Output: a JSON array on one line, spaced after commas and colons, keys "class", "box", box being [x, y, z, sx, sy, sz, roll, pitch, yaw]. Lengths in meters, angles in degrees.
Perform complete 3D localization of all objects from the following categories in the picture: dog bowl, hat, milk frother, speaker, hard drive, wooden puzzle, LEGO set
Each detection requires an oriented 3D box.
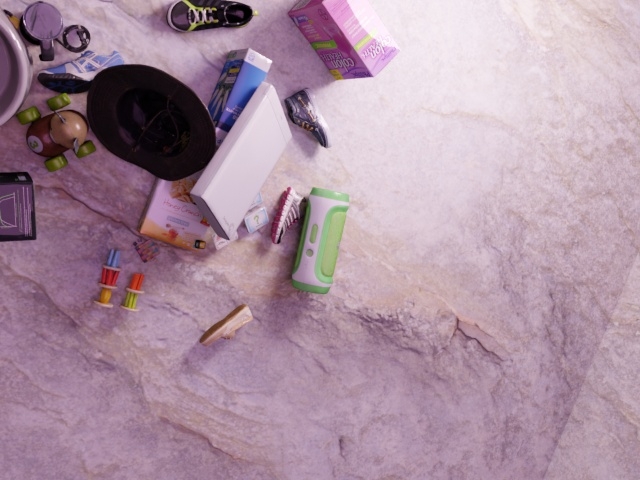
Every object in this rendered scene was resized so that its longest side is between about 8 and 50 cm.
[{"class": "dog bowl", "box": [-0.801, -0.377, 1.455, 0.349, 0.102, 0.349, -12, 118, -24]}, {"class": "hat", "box": [-0.395, -0.315, 1.666, 0.331, 0.331, 0.134, 50, 36, -25]}, {"class": "milk frother", "box": [-0.605, -0.487, 1.558, 0.143, 0.135, 0.129, -29, 112, -19]}, {"class": "speaker", "box": [0.000, 0.000, 1.968, 0.131, 0.131, 0.296, 9, 96, -28]}, {"class": "hard drive", "box": [-0.195, -0.200, 1.748, 0.353, 0.047, 0.233, -61, 158, -19]}, {"class": "wooden puzzle", "box": [-0.462, 0.027, 1.804, 0.049, 0.006, 0.083, -33, 113, -18]}, {"class": "LEGO set", "box": [-0.246, -0.073, 1.831, 0.244, 0.060, 0.182, -33, 122, -32]}]

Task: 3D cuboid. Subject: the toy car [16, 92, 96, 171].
[{"class": "toy car", "box": [-0.605, -0.249, 1.573, 0.149, 0.188, 0.155, -31, 112, -19]}]

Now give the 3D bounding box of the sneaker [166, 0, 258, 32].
[{"class": "sneaker", "box": [-0.274, -0.585, 1.729, 0.235, 0.097, 0.084, -13, 105, -24]}]

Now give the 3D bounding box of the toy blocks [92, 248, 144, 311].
[{"class": "toy blocks", "box": [-0.516, 0.104, 1.765, 0.123, 0.054, 0.148, 14, 93, -28]}]

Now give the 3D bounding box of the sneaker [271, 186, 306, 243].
[{"class": "sneaker", "box": [-0.088, -0.065, 1.945, 0.075, 0.063, 0.170, 20, 86, -23]}]

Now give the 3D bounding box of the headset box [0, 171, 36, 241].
[{"class": "headset box", "box": [-0.786, -0.076, 1.484, 0.283, 0.246, 0.131, -4, 102, -25]}]

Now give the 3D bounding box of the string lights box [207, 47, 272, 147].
[{"class": "string lights box", "box": [-0.230, -0.366, 1.773, 0.077, 0.133, 0.259, 23, 89, -31]}]

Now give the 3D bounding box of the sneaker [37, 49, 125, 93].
[{"class": "sneaker", "box": [-0.574, -0.410, 1.634, 0.211, 0.080, 0.081, -11, 79, -23]}]

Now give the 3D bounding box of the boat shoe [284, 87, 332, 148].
[{"class": "boat shoe", "box": [-0.037, -0.335, 1.923, 0.083, 0.065, 0.183, -29, 105, -18]}]

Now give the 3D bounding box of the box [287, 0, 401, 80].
[{"class": "box", "box": [0.062, -0.569, 1.838, 0.117, 0.213, 0.243, -47, 117, -12]}]

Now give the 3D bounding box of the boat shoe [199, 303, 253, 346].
[{"class": "boat shoe", "box": [-0.263, 0.252, 1.918, 0.170, 0.063, 0.059, -37, 108, -17]}]

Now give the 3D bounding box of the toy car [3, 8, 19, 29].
[{"class": "toy car", "box": [-0.823, -0.521, 1.487, 0.225, 0.053, 0.239, -36, 113, -16]}]

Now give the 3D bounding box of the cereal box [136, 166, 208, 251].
[{"class": "cereal box", "box": [-0.367, -0.108, 1.803, 0.173, 0.047, 0.240, 20, 91, -29]}]
